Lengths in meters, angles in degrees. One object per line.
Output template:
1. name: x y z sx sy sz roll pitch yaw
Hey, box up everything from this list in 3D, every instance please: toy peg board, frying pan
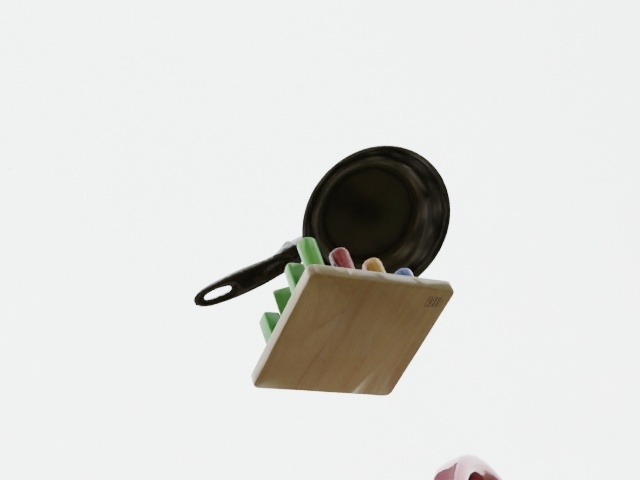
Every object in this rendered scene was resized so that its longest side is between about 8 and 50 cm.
1. toy peg board: 0.023 0.073 1.044 0.161 0.079 0.161 7 -51 -26
2. frying pan: 0.019 0.018 1.271 0.326 0.053 0.197 -42 -62 0

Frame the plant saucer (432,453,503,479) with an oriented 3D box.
1. plant saucer: 0.158 0.356 0.891 0.084 0.332 0.332 -26 -78 16
